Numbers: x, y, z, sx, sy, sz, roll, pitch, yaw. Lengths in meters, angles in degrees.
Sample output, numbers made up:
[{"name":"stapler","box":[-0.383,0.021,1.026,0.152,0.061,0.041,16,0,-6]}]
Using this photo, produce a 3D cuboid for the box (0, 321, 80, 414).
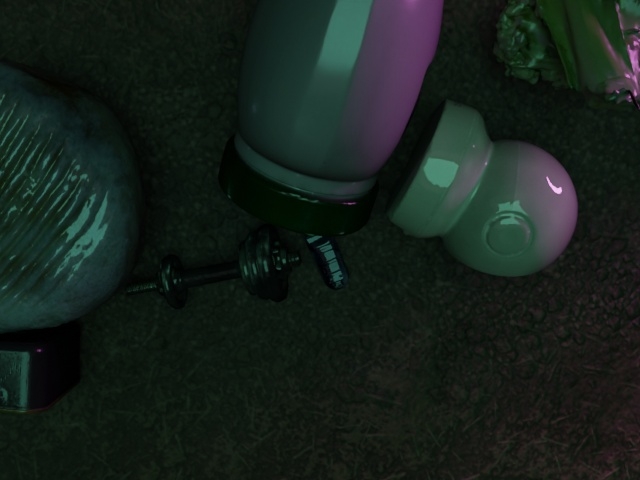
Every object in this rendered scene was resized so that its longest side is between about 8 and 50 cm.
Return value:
[{"name":"box","box":[-0.414,0.163,1.122,0.145,0.201,0.090,4,95,0]}]

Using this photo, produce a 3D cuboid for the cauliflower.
[{"name":"cauliflower","box":[0.350,-0.248,1.033,0.257,0.239,0.315,1,55,1]}]

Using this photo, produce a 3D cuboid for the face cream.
[{"name":"face cream","box":[0.014,-0.206,1.012,0.220,0.312,0.357,18,117,-4]}]

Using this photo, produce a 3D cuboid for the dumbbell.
[{"name":"dumbbell","box":[-0.151,0.048,1.157,0.255,0.110,0.110,-11,98,7]}]

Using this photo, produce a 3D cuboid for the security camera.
[{"name":"security camera","box":[0.226,-0.058,1.095,0.236,0.194,0.194,25,97,-4]}]

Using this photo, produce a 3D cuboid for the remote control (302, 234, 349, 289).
[{"name":"remote control","box":[0.000,-0.001,1.185,0.044,0.027,0.152,-23,96,11]}]

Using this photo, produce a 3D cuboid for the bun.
[{"name":"bun","box":[-0.399,-0.059,1.082,0.362,0.211,0.361,0,101,0]}]
